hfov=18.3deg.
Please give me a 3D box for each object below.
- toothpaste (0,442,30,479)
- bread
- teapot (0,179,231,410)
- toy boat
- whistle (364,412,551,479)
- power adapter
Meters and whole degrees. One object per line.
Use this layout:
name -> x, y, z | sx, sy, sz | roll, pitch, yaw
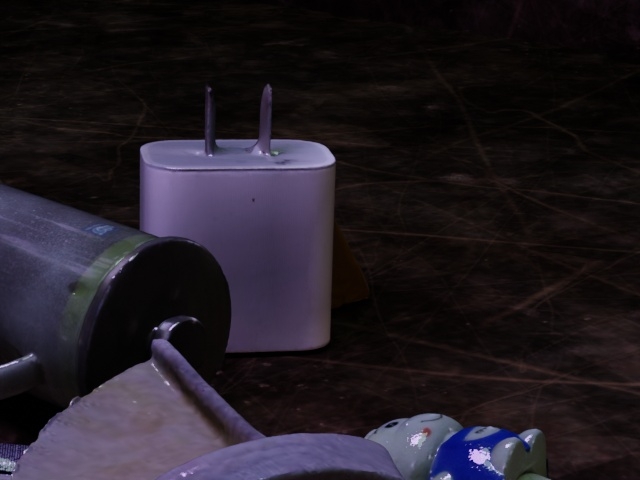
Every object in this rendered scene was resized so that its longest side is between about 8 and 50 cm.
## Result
toothpaste -> -0.238, 0.187, 1.593 | 0.193, 0.045, 0.071 | 4, 26, -8
bread -> 0.000, -0.005, 2.046 | 0.084, 0.139, 0.074 | -14, 22, -39
teapot -> -0.260, 0.064, 1.750 | 0.337, 0.200, 0.270 | 17, 36, 36
toy boat -> -0.113, 0.189, 1.473 | 0.293, 0.111, 0.276 | 14, 30, 41
whistle -> 0.123, 0.186, 1.532 | 0.244, 0.092, 0.110 | 11, 9, 31
power adapter -> -0.082, -0.026, 1.923 | 0.187, 0.255, 0.124 | -2, 15, -10
